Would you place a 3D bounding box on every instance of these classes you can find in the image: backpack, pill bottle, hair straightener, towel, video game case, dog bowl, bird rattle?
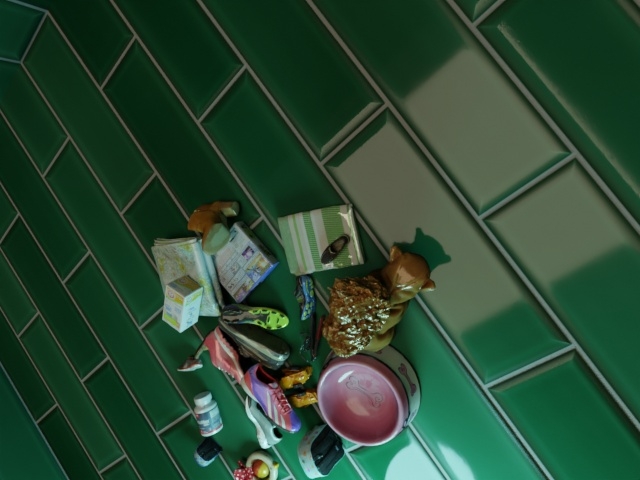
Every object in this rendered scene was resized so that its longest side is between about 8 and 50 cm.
[{"bbox_3d":[-0.011,0.867,1.683,0.145,0.188,0.165,-25,90,26],"label":"backpack"},{"bbox_3d":[-0.543,0.825,1.966,0.108,0.108,0.180,-14,94,26],"label":"pill bottle"},{"bbox_3d":[-0.041,0.401,1.694,0.089,0.047,0.230,15,110,22],"label":"hair straightener"},{"bbox_3d":[0.000,0.000,1.597,0.325,0.038,0.247,-11,95,27],"label":"towel"},{"bbox_3d":[-0.595,0.162,1.830,0.321,0.090,0.374,-3,107,36],"label":"towel"},{"bbox_3d":[-0.341,0.096,1.756,0.244,0.061,0.269,48,116,11],"label":"video game case"},{"bbox_3d":[-0.561,1.042,2.011,0.105,0.114,0.084,38,113,13],"label":"backpack"},{"bbox_3d":[0.166,0.587,1.570,0.408,0.150,0.407,5,103,24],"label":"dog bowl"},{"bbox_3d":[-0.282,1.079,1.913,0.254,0.143,0.206,21,97,33],"label":"bird rattle"}]

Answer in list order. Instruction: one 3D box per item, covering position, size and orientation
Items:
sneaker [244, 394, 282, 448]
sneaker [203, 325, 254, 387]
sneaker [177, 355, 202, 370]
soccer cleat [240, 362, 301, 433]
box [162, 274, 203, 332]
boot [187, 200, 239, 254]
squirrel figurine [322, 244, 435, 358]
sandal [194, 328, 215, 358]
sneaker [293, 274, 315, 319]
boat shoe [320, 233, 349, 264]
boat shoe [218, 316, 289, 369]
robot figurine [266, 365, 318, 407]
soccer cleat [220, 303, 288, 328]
[{"bbox_3d":[-0.254,0.789,1.841,0.108,0.100,0.271,-23,93,13],"label":"sneaker"},{"bbox_3d":[-0.406,0.536,1.830,0.136,0.116,0.313,-35,80,12],"label":"sneaker"},{"bbox_3d":[-0.633,0.598,2.002,0.158,0.061,0.064,-21,64,26],"label":"sneaker"},{"bbox_3d":[-0.188,0.644,1.676,0.318,0.109,0.116,42,109,14],"label":"soccer cleat"},{"bbox_3d":[-0.589,0.269,1.753,0.114,0.103,0.203,30,122,18],"label":"box"},{"bbox_3d":[-0.469,-0.049,1.689,0.211,0.295,0.104,-6,134,28],"label":"boot"},{"bbox_3d":[0.192,0.198,1.346,0.281,0.397,0.370,52,124,13],"label":"squirrel figurine"},{"bbox_3d":[-0.530,0.486,1.918,0.049,0.072,0.180,30,106,-15],"label":"sandal"},{"bbox_3d":[-0.067,0.230,1.664,0.078,0.067,0.188,8,106,45],"label":"sneaker"},{"bbox_3d":[0.045,0.035,1.532,0.056,0.049,0.152,45,115,12],"label":"boat shoe"},{"bbox_3d":[-0.305,0.443,1.769,0.356,0.132,0.130,28,110,19],"label":"boat shoe"},{"bbox_3d":[-0.146,0.644,1.761,0.291,0.085,0.211,-23,90,26],"label":"robot figurine"},{"bbox_3d":[-0.276,0.313,1.749,0.289,0.121,0.093,5,100,1],"label":"soccer cleat"}]
